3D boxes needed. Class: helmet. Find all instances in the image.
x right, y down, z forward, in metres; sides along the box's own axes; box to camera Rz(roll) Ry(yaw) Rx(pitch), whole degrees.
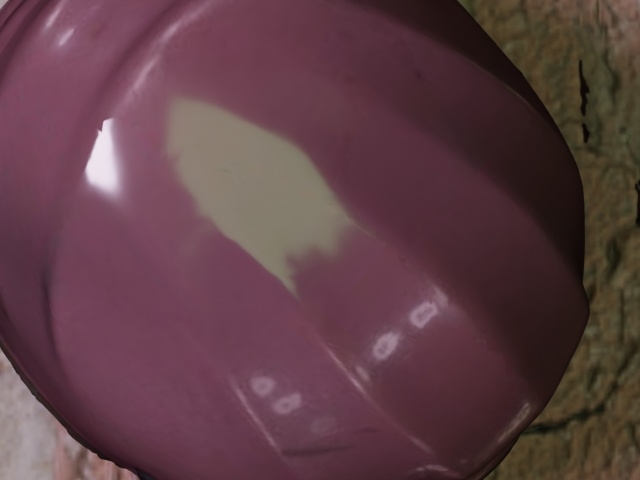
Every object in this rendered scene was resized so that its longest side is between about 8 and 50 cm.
[{"bbox_3d":[0.000,0.000,0.810,0.338,0.197,0.271,44,78,-13],"label":"helmet"}]
